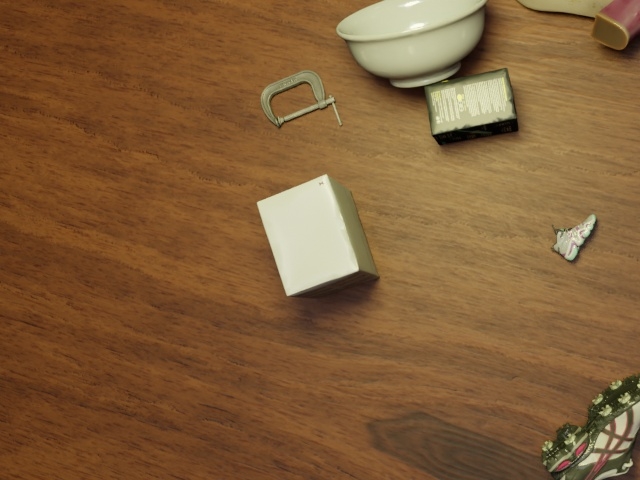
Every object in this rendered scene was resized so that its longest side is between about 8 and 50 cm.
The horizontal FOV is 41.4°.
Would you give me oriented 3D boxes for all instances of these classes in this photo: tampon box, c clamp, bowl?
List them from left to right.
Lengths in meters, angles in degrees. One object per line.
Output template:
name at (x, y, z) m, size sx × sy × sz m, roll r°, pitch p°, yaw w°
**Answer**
c clamp at (-0.046, -0.286, 1.778) m, size 0.160 × 0.022 × 0.137 m, roll -15°, pitch 82°, yaw 13°
bowl at (0.187, -0.381, 1.624) m, size 0.297 × 0.298 × 0.134 m, roll -9°, pitch 117°, yaw 14°
tampon box at (0.293, -0.256, 1.633) m, size 0.161 × 0.120 × 0.102 m, roll -9°, pitch 84°, yaw 14°

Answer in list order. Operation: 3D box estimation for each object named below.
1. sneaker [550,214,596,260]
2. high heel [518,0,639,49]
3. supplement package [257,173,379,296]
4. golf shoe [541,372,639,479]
sneaker at (0.473, -0.018, 1.605) m, size 0.069 × 0.038 × 0.098 m, roll 32°, pitch 93°, yaw 15°
high heel at (0.494, -0.514, 1.633) m, size 0.181 × 0.127 × 0.377 m, roll -39°, pitch 70°, yaw -21°
supplement package at (0.000, 0.000, 1.647) m, size 0.149 × 0.203 × 0.194 m, roll -21°, pitch 80°, yaw 12°
golf shoe at (0.532, 0.349, 1.539) m, size 0.120 × 0.105 × 0.273 m, roll 45°, pitch 103°, yaw -2°
